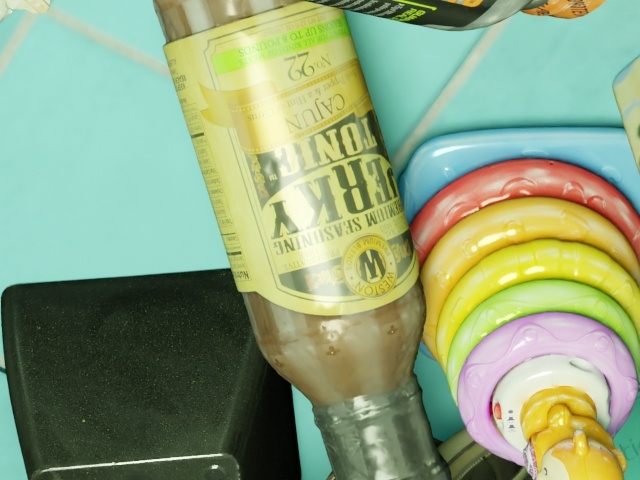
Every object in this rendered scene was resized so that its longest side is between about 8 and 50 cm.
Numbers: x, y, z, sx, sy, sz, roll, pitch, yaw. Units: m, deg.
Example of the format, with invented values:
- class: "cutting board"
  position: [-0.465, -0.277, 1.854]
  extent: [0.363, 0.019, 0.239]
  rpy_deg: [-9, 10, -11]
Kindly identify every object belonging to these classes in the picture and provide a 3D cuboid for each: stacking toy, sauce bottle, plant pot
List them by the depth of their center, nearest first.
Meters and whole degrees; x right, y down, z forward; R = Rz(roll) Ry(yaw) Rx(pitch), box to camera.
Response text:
- class: "sauce bottle"
  position: [0.000, 0.000, 1.171]
  extent: [0.111, 0.111, 0.344]
  rpy_deg: [-18, 96, 8]
- class: "stacking toy"
  position: [0.134, 0.072, 1.179]
  extent: [0.166, 0.302, 0.175]
  rpy_deg: [-3, 122, 0]
- class: "plant pot"
  position: [-0.109, 0.144, 1.294]
  extent: [0.188, 0.167, 0.187]
  rpy_deg: [-5, 122, 0]

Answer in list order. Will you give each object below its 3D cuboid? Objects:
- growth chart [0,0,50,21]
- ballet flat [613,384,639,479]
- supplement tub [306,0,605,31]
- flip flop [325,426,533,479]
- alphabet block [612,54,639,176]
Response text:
- class: "growth chart"
  position: [-0.276, -0.157, 1.189]
  extent: [0.237, 0.021, 0.172]
  rpy_deg: [-29, 117, 15]
- class: "ballet flat"
  position: [0.349, 0.092, 1.316]
  extent: [0.400, 0.139, 0.139]
  rpy_deg: [-33, 117, 21]
- class: "supplement tub"
  position: [0.011, -0.219, 1.043]
  extent: [0.316, 0.193, 0.193]
  rpy_deg: [10, 121, -24]
- class: "flip flop"
  position: [0.055, 0.163, 1.307]
  extent: [0.277, 0.080, 0.112]
  rpy_deg: [-28, 137, -35]
- class: "alphabet block"
  position: [0.311, -0.050, 1.173]
  extent: [0.193, 0.197, 0.192]
  rpy_deg: [38, 112, -21]
